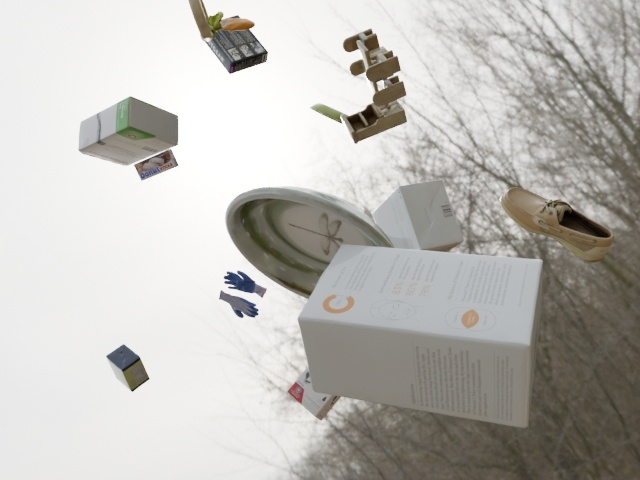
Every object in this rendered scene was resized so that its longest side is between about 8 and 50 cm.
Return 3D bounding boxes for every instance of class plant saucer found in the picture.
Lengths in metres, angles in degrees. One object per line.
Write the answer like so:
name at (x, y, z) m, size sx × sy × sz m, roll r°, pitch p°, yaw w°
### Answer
plant saucer at (0.000, 0.000, 1.322) m, size 0.400 × 0.401 × 0.100 m, roll 104°, pitch -170°, yaw -60°
plant saucer at (0.071, -0.477, 2.457) m, size 0.241 × 0.241 × 0.037 m, roll 9°, pitch -73°, yaw -58°

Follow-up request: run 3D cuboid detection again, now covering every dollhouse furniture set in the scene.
dollhouse furniture set at (0.122, -0.411, 1.726) m, size 0.161 × 0.212 × 0.242 m, roll -22°, pitch -49°, yaw -1°

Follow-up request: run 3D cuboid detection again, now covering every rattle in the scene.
rattle at (-0.264, -0.593, 1.531) m, size 0.143 × 0.199 × 0.130 m, roll -12°, pitch 14°, yaw 17°

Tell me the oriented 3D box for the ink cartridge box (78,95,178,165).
ink cartridge box at (-0.504, -0.280, 1.669) m, size 0.219 × 0.092 × 0.160 m, roll -12°, pitch -17°, yaw 35°

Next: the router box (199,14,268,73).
router box at (-0.260, -0.591, 1.913) m, size 0.133 × 0.179 × 0.046 m, roll -26°, pitch -22°, yaw -26°

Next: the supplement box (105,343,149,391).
supplement box at (-0.490, 0.324, 1.620) m, size 0.056 × 0.083 × 0.083 m, roll -35°, pitch -49°, yaw -31°

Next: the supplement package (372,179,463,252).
supplement package at (0.277, -0.041, 1.845) m, size 0.149 × 0.194 × 0.203 m, roll -10°, pitch -16°, yaw -21°

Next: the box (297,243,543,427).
box at (0.169, 0.141, 1.033) m, size 0.215 × 0.345 × 0.168 m, roll -56°, pitch -36°, yaw -50°

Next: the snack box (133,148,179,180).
snack box at (-0.562, -0.258, 2.177) m, size 0.178 × 0.064 × 0.022 m, roll -15°, pitch 15°, yaw 34°

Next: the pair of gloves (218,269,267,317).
pair of gloves at (-0.274, 0.191, 2.204) m, size 0.198 × 0.159 × 0.023 m, roll -67°, pitch -4°, yaw 37°

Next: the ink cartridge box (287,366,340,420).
ink cartridge box at (0.004, 0.343, 1.521) m, size 0.135 × 0.099 × 0.056 m, roll -50°, pitch -28°, yaw -9°

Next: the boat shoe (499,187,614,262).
boat shoe at (0.689, -0.072, 1.860) m, size 0.121 × 0.341 × 0.110 m, roll -44°, pitch -26°, yaw -28°
